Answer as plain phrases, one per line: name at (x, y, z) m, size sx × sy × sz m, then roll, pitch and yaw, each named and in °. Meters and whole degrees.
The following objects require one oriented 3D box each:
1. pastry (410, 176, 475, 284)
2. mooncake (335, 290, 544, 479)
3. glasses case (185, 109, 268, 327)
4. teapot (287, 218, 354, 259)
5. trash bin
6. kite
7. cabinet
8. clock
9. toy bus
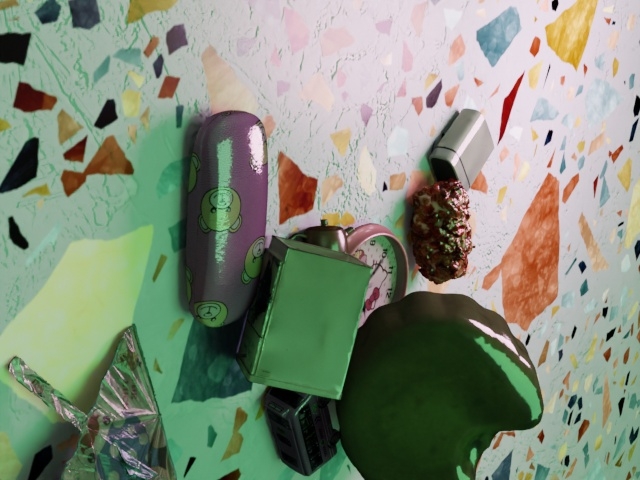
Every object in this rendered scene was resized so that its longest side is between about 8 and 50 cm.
pastry at (0.227, -0.013, 2.023) m, size 0.097 × 0.115 × 0.208 m, roll -59°, pitch 149°, yaw -60°
mooncake at (0.182, 0.259, 1.820) m, size 0.187 × 0.351 × 0.351 m, roll -93°, pitch -173°, yaw -72°
glasses case at (-0.133, -0.029, 1.559) m, size 0.123 × 0.076 × 0.316 m, roll -17°, pitch 117°, yaw -49°
teapot at (0.000, 0.000, 1.762) m, size 0.121 × 0.076 × 0.068 m, roll -5°, pitch 100°, yaw -22°
trash bin at (0.267, -0.164, 2.058) m, size 0.130 × 0.059 × 0.116 m, roll -55°, pitch 142°, yaw -25°
kite at (-0.291, 0.255, 1.427) m, size 0.314 × 0.011 × 0.335 m, roll 45°, pitch 47°, yaw -31°
cabinet at (-0.029, 0.112, 1.658) m, size 0.150 × 0.145 × 0.206 m, roll 13°, pitch 94°, yaw -13°
clock at (0.066, 0.088, 1.897) m, size 0.244 × 0.056 × 0.244 m, roll -23°, pitch 121°, yaw -45°
toy bus at (-0.033, 0.306, 1.833) m, size 0.098 × 0.087 × 0.178 m, roll -38°, pitch 135°, yaw -30°
